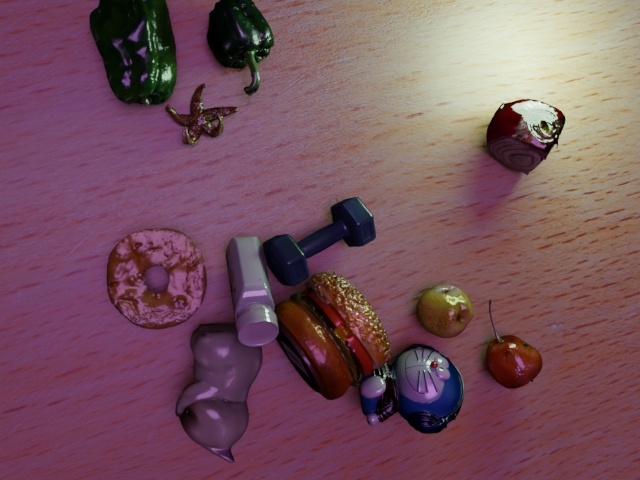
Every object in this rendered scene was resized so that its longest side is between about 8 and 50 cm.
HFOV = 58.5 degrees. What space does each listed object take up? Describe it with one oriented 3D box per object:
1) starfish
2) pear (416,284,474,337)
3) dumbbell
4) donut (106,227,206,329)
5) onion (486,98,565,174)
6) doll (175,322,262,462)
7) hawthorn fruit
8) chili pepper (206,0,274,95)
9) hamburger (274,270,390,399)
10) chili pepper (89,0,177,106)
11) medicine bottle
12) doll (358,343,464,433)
[{"bbox_3d":[-0.330,-0.358,1.606,0.190,0.074,0.146,-22,98,-13],"label":"starfish"},{"bbox_3d":[0.384,0.216,1.750,0.178,0.178,0.177,0,91,-14],"label":"pear"},{"bbox_3d":[0.000,0.000,1.628,0.325,0.160,0.144,-30,98,-22],"label":"dumbbell"},{"bbox_3d":[-0.447,0.101,1.567,0.278,0.108,0.277,0,92,-14],"label":"donut"},{"bbox_3d":[0.634,-0.350,1.789,0.206,0.216,0.206,30,73,3],"label":"onion"},{"bbox_3d":[-0.278,0.384,1.564,0.226,0.215,0.370,20,84,-30],"label":"doll"},{"bbox_3d":[0.580,0.331,1.815,0.165,0.165,0.285,-33,93,-11],"label":"hawthorn fruit"},{"bbox_3d":[-0.213,-0.544,1.592,0.165,0.174,0.260,-32,98,-37],"label":"chili pepper"},{"bbox_3d":[0.030,0.256,1.578,0.250,0.330,0.329,-34,99,-18],"label":"hamburger"},{"bbox_3d":[-0.497,-0.549,1.514,0.213,0.167,0.384,-11,92,-16],"label":"chili pepper"},{"bbox_3d":[-0.189,0.136,1.535,0.111,0.296,0.161,-6,137,-14],"label":"medicine bottle"},{"bbox_3d":[0.269,0.434,1.696,0.310,0.284,0.240,-6,133,-1],"label":"doll"}]
